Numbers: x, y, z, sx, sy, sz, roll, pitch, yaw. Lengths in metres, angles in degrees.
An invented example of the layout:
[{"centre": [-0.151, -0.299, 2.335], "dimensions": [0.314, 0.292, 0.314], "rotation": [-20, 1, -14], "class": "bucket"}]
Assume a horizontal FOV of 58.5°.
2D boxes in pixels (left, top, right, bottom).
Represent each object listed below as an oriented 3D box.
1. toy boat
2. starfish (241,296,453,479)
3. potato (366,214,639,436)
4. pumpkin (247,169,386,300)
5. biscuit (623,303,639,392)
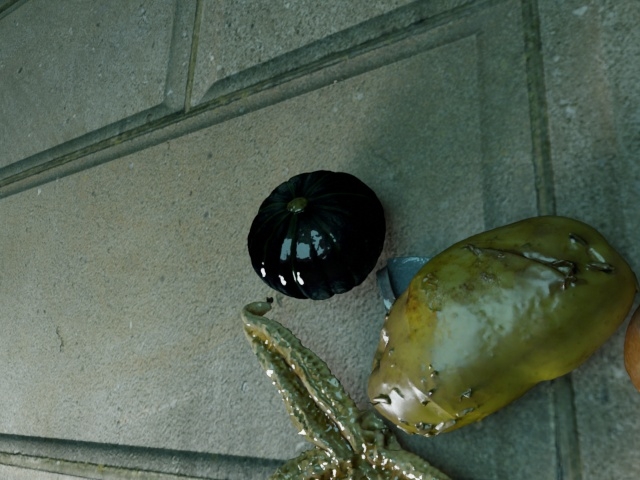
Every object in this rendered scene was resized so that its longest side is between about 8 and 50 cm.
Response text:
[{"centre": [0.134, 0.046, 0.723], "dimensions": [0.122, 0.034, 0.096], "rotation": [-27, 53, 16], "class": "toy boat"}, {"centre": [-0.010, 0.302, 0.701], "dimensions": [0.431, 0.082, 0.324], "rotation": [29, 96, 34], "class": "starfish"}, {"centre": [0.171, 0.088, 0.606], "dimensions": [0.300, 0.140, 0.173], "rotation": [-38, 60, 15], "class": "potato"}, {"centre": [-0.004, -0.010, 0.760], "dimensions": [0.194, 0.150, 0.194], "rotation": [-15, 64, 34], "class": "pumpkin"}, {"centre": [0.349, 0.032, 0.447], "dimensions": [0.324, 0.049, 0.206], "rotation": [112, 164, -48], "class": "biscuit"}]
